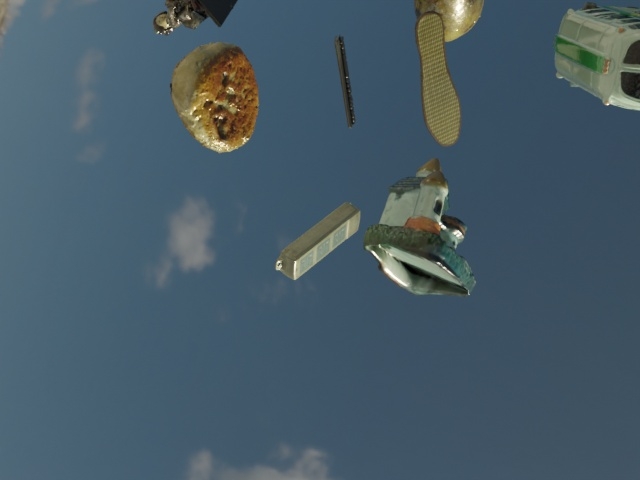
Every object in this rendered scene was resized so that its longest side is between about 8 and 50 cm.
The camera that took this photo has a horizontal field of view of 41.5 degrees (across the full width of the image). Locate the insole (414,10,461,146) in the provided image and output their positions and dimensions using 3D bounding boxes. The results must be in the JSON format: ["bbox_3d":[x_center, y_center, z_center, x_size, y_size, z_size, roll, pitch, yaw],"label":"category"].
[{"bbox_3d":[0.215,-0.293,1.556,0.005,0.086,0.253,24,-48,59],"label":"insole"}]

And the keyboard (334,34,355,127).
[{"bbox_3d":[0.063,-0.406,2.156,0.094,0.025,0.230,-81,162,-68],"label":"keyboard"}]

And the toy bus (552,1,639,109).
[{"bbox_3d":[0.460,-0.282,1.282,0.276,0.164,0.134,-104,-163,-68],"label":"toy bus"}]

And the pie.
[{"bbox_3d":[-0.273,-0.389,2.306,0.092,0.315,0.315,-2,-107,36],"label":"pie"}]

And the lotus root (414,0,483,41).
[{"bbox_3d":[0.241,-0.498,1.612,0.154,0.278,0.154,-6,-120,11],"label":"lotus root"}]

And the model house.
[{"bbox_3d":[0.230,-0.051,1.774,0.184,0.253,0.291,-1,-115,35],"label":"model house"}]

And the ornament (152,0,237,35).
[{"bbox_3d":[-0.289,-0.487,1.714,0.196,0.153,0.166,-22,-147,38],"label":"ornament"}]

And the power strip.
[{"bbox_3d":[0.000,0.000,2.015,0.052,0.272,0.078,33,-39,25],"label":"power strip"}]
